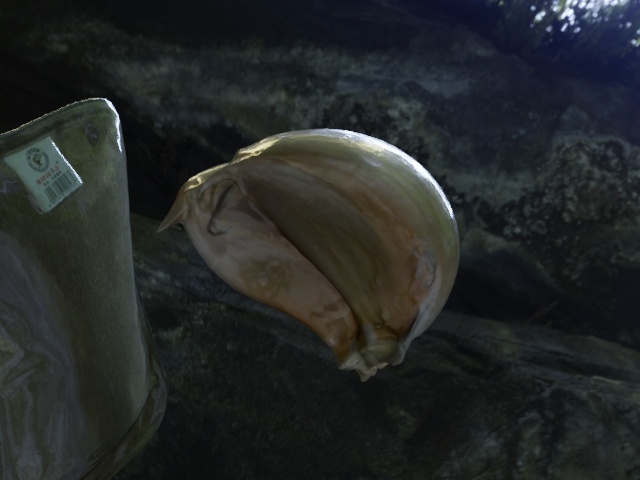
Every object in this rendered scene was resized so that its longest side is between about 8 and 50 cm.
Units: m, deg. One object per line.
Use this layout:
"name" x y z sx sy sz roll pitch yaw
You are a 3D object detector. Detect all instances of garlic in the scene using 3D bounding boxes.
"garlic" 0.000 0.000 0.809 0.249 0.286 0.313 -44 -94 -4

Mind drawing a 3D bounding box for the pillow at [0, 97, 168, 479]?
"pillow" -0.125 0.046 0.353 0.033 0.217 0.130 14 -147 24
